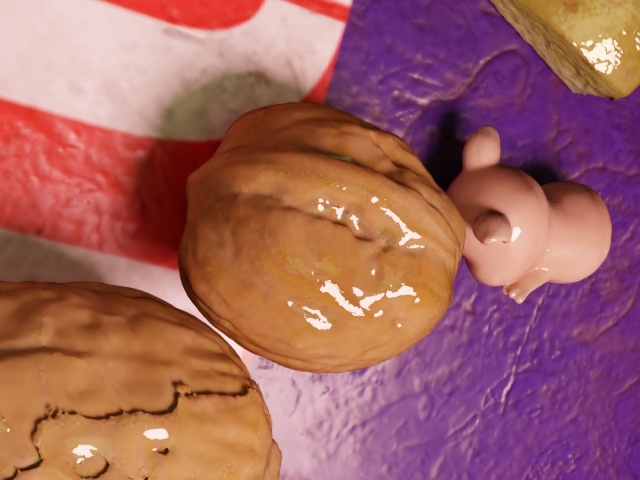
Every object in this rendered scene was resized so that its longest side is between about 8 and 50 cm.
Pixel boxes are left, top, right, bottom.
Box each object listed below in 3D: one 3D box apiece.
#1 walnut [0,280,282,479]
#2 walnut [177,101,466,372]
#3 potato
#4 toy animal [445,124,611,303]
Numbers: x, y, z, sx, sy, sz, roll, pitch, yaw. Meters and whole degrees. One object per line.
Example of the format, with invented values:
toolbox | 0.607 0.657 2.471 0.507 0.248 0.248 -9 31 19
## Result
walnut | -0.136 0.114 0.549 0.244 0.198 0.198 3 96 -21
walnut | 0.000 0.000 0.616 0.166 0.149 0.167 8 62 -15
potato | 0.189 -0.184 0.697 0.120 0.081 0.149 39 82 -25
toy animal | 0.136 -0.013 0.701 0.150 0.083 0.089 9 116 -40
